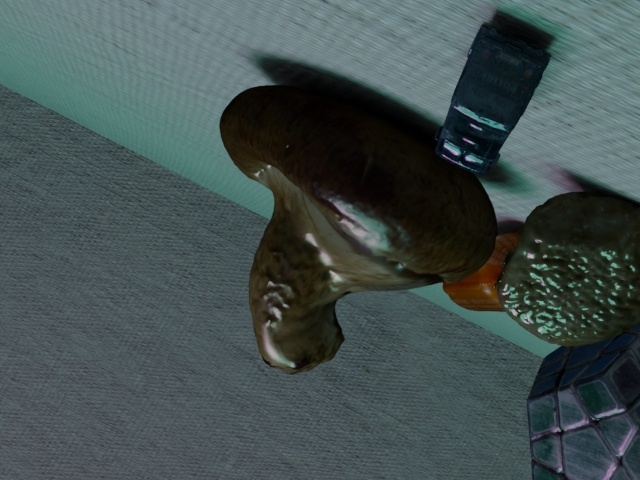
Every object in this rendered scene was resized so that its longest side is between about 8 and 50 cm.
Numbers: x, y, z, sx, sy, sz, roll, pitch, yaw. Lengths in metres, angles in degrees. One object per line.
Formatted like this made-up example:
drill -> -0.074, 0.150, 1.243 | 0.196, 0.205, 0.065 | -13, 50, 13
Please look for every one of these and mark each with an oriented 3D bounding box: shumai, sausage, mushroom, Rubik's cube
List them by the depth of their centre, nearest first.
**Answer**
shumai -> 0.213, 0.012, 1.065 | 0.145, 0.145, 0.116 | 27, -146, -10
mushroom -> 0.026, -0.026, 1.177 | 0.267, 0.255, 0.267 | 6, 156, 3
sausage -> 0.207, 0.037, 1.472 | 0.093, 0.093, 0.312 | 27, 176, -3
Rubik's cube -> 0.391, 0.230, 1.521 | 0.264, 0.319, 0.319 | 53, 173, -6

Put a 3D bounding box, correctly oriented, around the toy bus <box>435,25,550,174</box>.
toy bus -> 0.100, -0.082, 0.782 | 0.047, 0.065, 0.166 | 25, 175, 5
